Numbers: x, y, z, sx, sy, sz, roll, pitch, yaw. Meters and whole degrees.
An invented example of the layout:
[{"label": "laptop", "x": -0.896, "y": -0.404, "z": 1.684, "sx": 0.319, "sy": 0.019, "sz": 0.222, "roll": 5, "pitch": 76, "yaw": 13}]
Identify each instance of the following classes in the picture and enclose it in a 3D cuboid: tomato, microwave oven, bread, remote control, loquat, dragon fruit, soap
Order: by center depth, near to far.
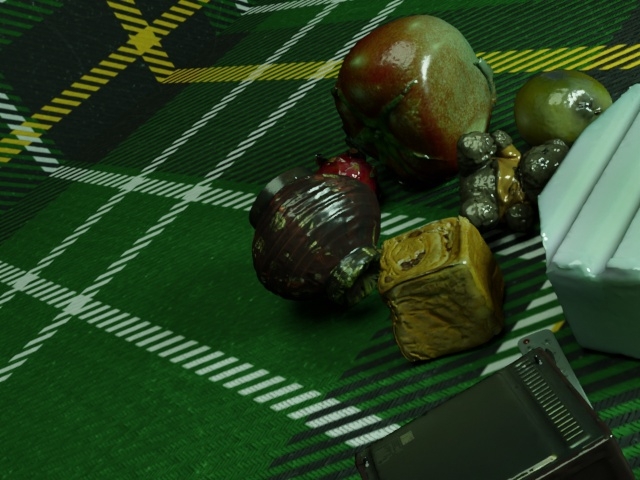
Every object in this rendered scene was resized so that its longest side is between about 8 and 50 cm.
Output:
[{"label": "microwave oven", "x": 0.187, "y": 0.263, "z": 0.786, "sx": 0.247, "sy": 0.188, "sz": 0.178, "roll": -32, "pitch": 26, "yaw": 5}, {"label": "remote control", "x": 0.293, "y": 0.176, "z": 0.967, "sx": 0.050, "sy": 0.027, "sz": 0.184, "roll": -23, "pitch": 28, "yaw": 10}, {"label": "soap", "x": 0.457, "y": -0.058, "z": 1.032, "sx": 0.261, "sy": 0.156, "sz": 0.446, "roll": 4, "pitch": 46, "yaw": 43}, {"label": "bread", "x": 0.171, "y": 0.067, "z": 1.109, "sx": 0.158, "sy": 0.143, "sz": 0.149, "roll": -14, "pitch": 29, "yaw": 25}, {"label": "loquat", "x": 0.405, "y": -0.219, "z": 1.315, "sx": 0.152, "sy": 0.152, "sz": 0.195, "roll": -34, "pitch": 20, "yaw": -5}, {"label": "tomato", "x": 0.179, "y": -0.260, "z": 1.420, "sx": 0.239, "sy": 0.303, "sz": 0.303, "roll": -44, "pitch": 34, "yaw": -18}, {"label": "dragon fruit", "x": 0.051, "y": -0.105, "z": 1.468, "sx": 0.133, "sy": 0.136, "sz": 0.166, "roll": -2, "pitch": 1, "yaw": -10}]

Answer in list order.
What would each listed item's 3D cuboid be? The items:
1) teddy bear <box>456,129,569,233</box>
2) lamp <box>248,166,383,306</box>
[{"label": "teddy bear", "x": 0.314, "y": -0.091, "z": 1.238, "sx": 0.190, "sy": 0.140, "sz": 0.177, "roll": -10, "pitch": 69, "yaw": 15}, {"label": "lamp", "x": 0.000, "y": 0.000, "z": 1.274, "sx": 0.247, "sy": 0.247, "sz": 0.247, "roll": -21, "pitch": 33, "yaw": 15}]
